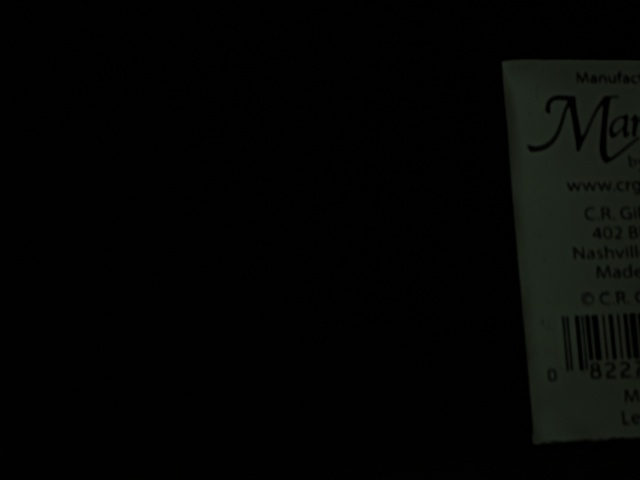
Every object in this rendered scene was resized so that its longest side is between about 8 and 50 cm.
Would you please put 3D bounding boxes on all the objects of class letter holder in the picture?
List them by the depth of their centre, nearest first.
[{"bbox_3d":[0.000,0.000,0.459,0.214,0.301,0.152,145,121,-72],"label":"letter holder"}]
